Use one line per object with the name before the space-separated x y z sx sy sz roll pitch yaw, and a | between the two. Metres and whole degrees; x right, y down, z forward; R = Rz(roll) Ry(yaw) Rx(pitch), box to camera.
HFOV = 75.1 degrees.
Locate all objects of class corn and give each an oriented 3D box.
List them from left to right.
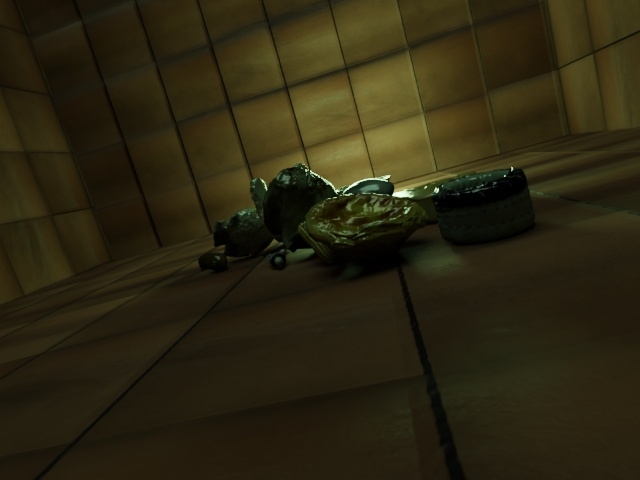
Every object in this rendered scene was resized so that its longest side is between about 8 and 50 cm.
corn | 0.000 0.000 1.235 0.085 0.063 0.165 -37 59 -18

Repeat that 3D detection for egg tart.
egg tart | 0.120 -0.033 1.125 0.340 0.133 0.341 -3 23 1

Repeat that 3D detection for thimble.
thimble | 0.398 -0.087 1.043 0.237 0.150 0.237 -16 11 3

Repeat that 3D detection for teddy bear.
teddy bear | -0.228 -0.115 1.766 0.361 0.328 0.376 -10 40 33

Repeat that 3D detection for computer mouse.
computer mouse | 0.123 -0.138 1.622 0.370 0.122 0.188 -34 16 44

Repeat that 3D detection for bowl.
bowl | 0.227 -0.225 2.152 0.312 0.146 0.313 -17 10 3

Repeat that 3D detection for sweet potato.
sweet potato | -0.452 0.086 1.707 0.075 0.076 0.273 -22 10 -34

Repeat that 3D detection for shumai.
shumai | -0.015 -0.084 1.467 0.288 0.292 0.329 28 27 34

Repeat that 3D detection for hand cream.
hand cream | -0.148 0.058 1.444 0.083 0.050 0.257 -20 6 -3

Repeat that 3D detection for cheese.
cheese | 0.434 -0.162 1.548 0.383 0.104 0.384 -17 10 3
